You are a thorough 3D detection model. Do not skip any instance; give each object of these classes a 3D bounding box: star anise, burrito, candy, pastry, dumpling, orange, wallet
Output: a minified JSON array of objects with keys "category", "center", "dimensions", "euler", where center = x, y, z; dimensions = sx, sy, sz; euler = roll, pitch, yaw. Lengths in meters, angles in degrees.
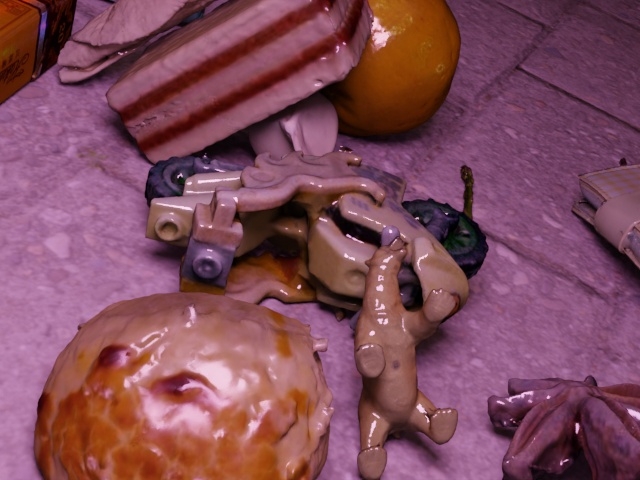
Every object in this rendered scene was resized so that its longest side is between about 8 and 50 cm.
[{"category":"star anise","center":[0.274,0.204,0.959],"dimensions":[0.198,0.111,0.257],"euler":[9,11,25]},{"category":"burrito","center":[-0.197,-0.312,1.208],"dimensions":[0.076,0.392,0.117],"euler":[53,29,-26]},{"category":"candy","center":[-0.097,-0.232,1.180],"dimensions":[0.135,0.320,0.179],"euler":[57,22,-21]},{"category":"pastry","center":[-0.112,0.136,0.784],"dimensions":[0.256,0.170,0.237],"euler":[15,32,-2]},{"category":"dumpling","center":[-0.024,-0.136,1.261],"dimensions":[0.151,0.124,0.229],"euler":[51,14,-27]},{"category":"orange","center":[0.070,-0.282,1.383],"dimensions":[0.279,0.279,0.235],"euler":[26,66,6]},{"category":"wallet","center":[0.517,-0.026,1.333],"dimensions":[0.223,0.077,0.309],"euler":[-4,25,-8]}]

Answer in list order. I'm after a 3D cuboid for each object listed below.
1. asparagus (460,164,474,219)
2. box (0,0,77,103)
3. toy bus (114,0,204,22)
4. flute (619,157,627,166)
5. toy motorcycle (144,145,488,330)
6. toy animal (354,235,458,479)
[{"category":"asparagus","center":[0.216,-0.054,1.359],"dimensions":[0.022,0.023,0.233],"euler":[59,23,-27]},{"category":"box","center":[-0.507,-0.259,1.148],"dimensions":[0.264,0.116,0.415],"euler":[21,34,0]},{"category":"toy bus","center":[-0.311,-0.432,1.507],"dimensions":[0.261,0.109,0.091],"euler":[16,41,-8]},{"category":"flute","center":[0.531,-0.070,1.563],"dimensions":[0.014,0.014,0.269],"euler":[19,34,-5]},{"category":"toy motorcycle","center":[0.000,0.000,1.042],"dimensions":[0.410,0.169,0.237],"euler":[11,29,-7]},{"category":"toy animal","center":[0.070,0.113,0.904],"dimensions":[0.103,0.219,0.101],"euler":[-7,15,-10]}]
